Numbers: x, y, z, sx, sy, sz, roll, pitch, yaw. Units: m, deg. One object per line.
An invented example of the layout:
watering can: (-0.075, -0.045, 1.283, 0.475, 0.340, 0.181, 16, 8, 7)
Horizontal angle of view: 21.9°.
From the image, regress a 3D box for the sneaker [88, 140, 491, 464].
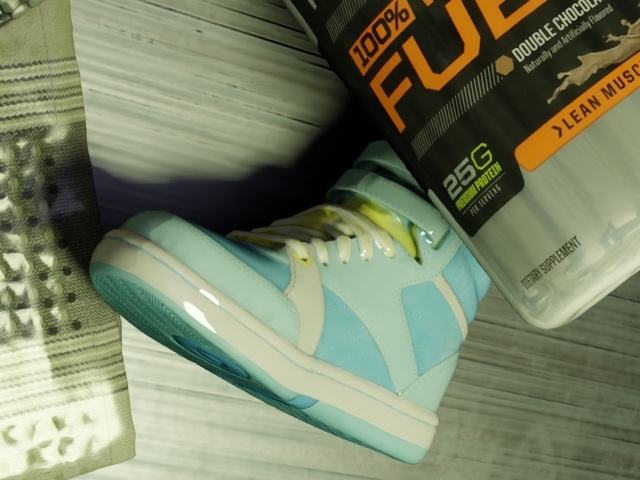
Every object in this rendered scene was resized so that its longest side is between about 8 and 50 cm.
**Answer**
sneaker: (0.000, 0.000, 1.036, 0.319, 0.127, 0.208, 36, 77, -52)

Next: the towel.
towel: (-0.273, 0.022, 0.952, 0.324, 0.056, 0.312, -12, 102, -25)

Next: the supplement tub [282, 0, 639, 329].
supplement tub: (0.111, -0.134, 0.983, 0.207, 0.207, 0.338, -34, 81, -21)

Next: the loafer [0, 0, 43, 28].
loafer: (-0.137, -0.208, 0.907, 0.267, 0.084, 0.096, -50, 125, -10)
